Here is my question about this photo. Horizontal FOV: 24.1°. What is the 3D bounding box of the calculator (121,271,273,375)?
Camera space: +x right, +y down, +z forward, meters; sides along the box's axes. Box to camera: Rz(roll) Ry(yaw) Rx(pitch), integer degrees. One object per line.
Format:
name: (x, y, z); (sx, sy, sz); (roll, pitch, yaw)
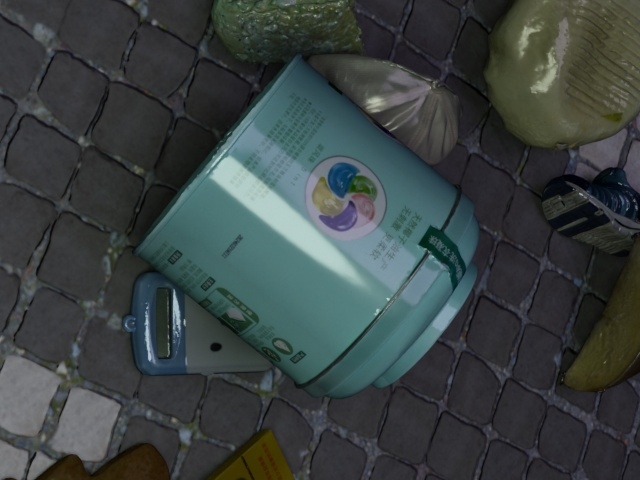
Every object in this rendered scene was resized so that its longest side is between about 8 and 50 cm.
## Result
calculator: (-0.133, 0.095, 1.731); (0.210, 0.039, 0.121); (2, 83, -33)

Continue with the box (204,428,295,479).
box: (-0.093, 0.296, 1.733); (0.155, 0.023, 0.087); (-38, 115, -40)

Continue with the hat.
hat: (0.056, -0.095, 1.784); (0.219, 0.164, 0.226); (20, 91, -33)

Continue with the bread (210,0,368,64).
bread: (-0.012, -0.248, 1.766); (0.232, 0.172, 0.064); (19, 49, -33)

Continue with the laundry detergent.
laundry detergent: (0.000, 0.000, 1.636); (0.305, 0.287, 0.287); (39, 65, -7)

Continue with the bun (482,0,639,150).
bun: (0.320, -0.246, 1.998); (0.259, 0.160, 0.259); (-11, 109, -37)

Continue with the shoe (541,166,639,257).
shoe: (0.392, -0.050, 2.075); (0.207, 0.091, 0.106); (19, 63, -32)

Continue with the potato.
potato: (0.442, 0.119, 2.044); (0.138, 0.098, 0.243); (17, 102, -47)

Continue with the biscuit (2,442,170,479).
biscuit: (-0.277, 0.351, 1.609); (0.301, 0.043, 0.278); (10, 80, -33)
